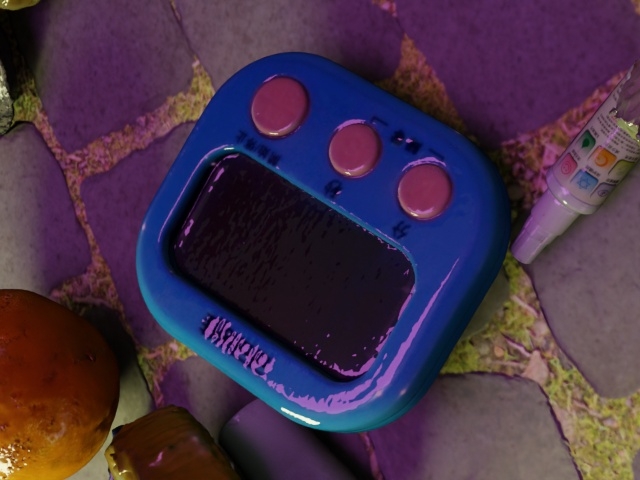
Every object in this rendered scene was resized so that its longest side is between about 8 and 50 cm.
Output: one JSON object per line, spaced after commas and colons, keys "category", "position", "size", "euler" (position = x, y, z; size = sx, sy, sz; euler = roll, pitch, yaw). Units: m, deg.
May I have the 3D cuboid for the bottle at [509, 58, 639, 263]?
{"category": "bottle", "position": [0.237, -0.063, 1.385], "size": [0.060, 0.060, 0.217], "euler": [49, 122, 22]}

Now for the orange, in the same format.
{"category": "orange", "position": [-0.347, 0.169, 1.771], "size": [0.240, 0.240, 0.240], "euler": [7, 101, 38]}

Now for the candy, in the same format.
{"category": "candy", "position": [-0.127, 0.293, 1.618], "size": [0.260, 0.118, 0.260], "euler": [53, 161, 27]}

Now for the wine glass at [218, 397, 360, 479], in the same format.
{"category": "wine glass", "position": [-0.007, 0.267, 1.604], "size": [0.231, 0.103, 0.103], "euler": [50, 123, 26]}

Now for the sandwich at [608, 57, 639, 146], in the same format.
{"category": "sandwich", "position": [0.368, -0.140, 1.143], "size": [0.131, 0.262, 0.325], "euler": [38, 129, -20]}

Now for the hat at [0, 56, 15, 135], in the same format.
{"category": "hat", "position": [-0.485, -0.211, 1.839], "size": [0.265, 0.128, 0.265], "euler": [38, 150, 27]}

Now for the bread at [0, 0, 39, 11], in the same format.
{"category": "bread", "position": [-0.393, -0.348, 1.820], "size": [0.128, 0.088, 0.232], "euler": [-46, 62, -6]}

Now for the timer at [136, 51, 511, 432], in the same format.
{"category": "timer", "position": [0.000, 0.000, 1.499], "size": [0.340, 0.115, 0.309], "euler": [32, 94, 27]}

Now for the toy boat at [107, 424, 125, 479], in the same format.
{"category": "toy boat", "position": [-0.223, 0.321, 1.777], "size": [0.097, 0.100, 0.223], "euler": [0, 94, 10]}
